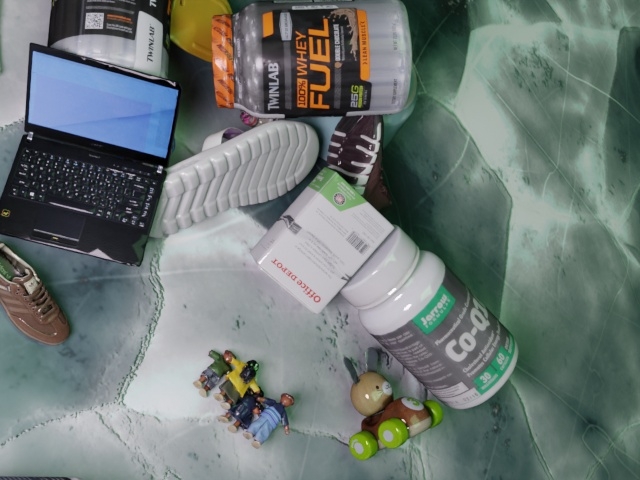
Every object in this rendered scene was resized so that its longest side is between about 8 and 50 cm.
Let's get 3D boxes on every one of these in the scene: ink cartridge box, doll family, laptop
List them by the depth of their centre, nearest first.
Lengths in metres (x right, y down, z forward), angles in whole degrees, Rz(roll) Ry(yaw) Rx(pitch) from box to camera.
[{"bbox_3d":[-0.354,-0.124,1.213,0.234,0.136,0.264,14,72,-6],"label":"laptop"},{"bbox_3d":[-0.125,0.266,1.385,0.111,0.076,0.193,-46,111,-41],"label":"doll family"},{"bbox_3d":[0.000,0.000,1.479,0.160,0.092,0.219,43,89,-21],"label":"ink cartridge box"}]

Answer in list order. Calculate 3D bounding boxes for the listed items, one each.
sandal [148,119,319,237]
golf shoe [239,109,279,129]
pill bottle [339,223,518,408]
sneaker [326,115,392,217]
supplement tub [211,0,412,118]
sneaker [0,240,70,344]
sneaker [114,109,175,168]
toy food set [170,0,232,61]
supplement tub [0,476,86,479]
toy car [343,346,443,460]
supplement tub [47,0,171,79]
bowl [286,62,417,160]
[{"bbox_3d":[-0.170,-0.137,1.438,0.416,0.169,0.102,-24,52,-39],"label":"sandal"},{"bbox_3d":[-0.094,-0.291,1.573,0.086,0.067,0.186,32,69,-37],"label":"golf shoe"},{"bbox_3d":[0.206,0.150,1.582,0.361,0.204,0.204,44,55,-19],"label":"pill bottle"},{"bbox_3d":[0.092,-0.137,1.606,0.163,0.106,0.281,-9,121,-50],"label":"sneaker"},{"bbox_3d":[-0.018,-0.322,1.426,0.338,0.207,0.207,-3,77,-3],"label":"supplement tub"},{"bbox_3d":[-0.440,0.080,1.193,0.188,0.071,0.066,50,53,-14],"label":"sneaker"},{"bbox_3d":[-0.278,-0.179,1.321,0.080,0.211,0.081,44,40,8],"label":"sneaker"},{"bbox_3d":[-0.227,-0.397,1.484,0.218,0.071,0.128,13,88,-60],"label":"toy food set"},{"bbox_3d":[-0.399,0.408,1.052,0.272,0.191,0.191,12,70,-34],"label":"supplement tub"},{"bbox_3d":[0.115,0.295,1.523,0.155,0.149,0.188,-10,71,-51],"label":"toy car"},{"bbox_3d":[-0.343,-0.387,1.324,0.194,0.194,0.315,11,71,-35],"label":"supplement tub"},{"bbox_3d":[0.081,-0.323,1.651,0.312,0.163,0.311,12,69,-35],"label":"bowl"}]
